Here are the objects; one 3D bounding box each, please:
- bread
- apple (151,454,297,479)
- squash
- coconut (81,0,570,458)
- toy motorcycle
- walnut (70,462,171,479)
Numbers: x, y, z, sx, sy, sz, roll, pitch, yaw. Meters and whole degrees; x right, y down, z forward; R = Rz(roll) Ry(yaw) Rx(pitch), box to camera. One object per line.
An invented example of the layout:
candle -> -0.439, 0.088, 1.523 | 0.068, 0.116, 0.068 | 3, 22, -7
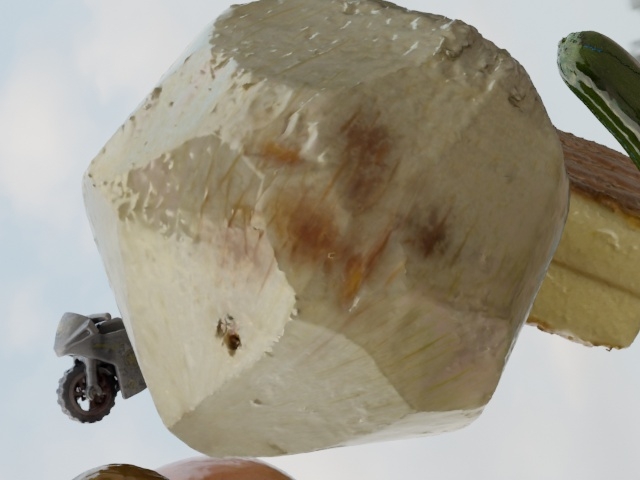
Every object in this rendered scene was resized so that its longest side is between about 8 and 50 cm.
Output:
bread -> 0.303, -0.018, 1.954 | 0.279, 0.207, 0.279 | 22, -161, -11
apple -> -0.115, 0.416, 1.740 | 0.364, 0.363, 0.364 | 42, -141, -48
squash -> 0.393, -0.115, 1.755 | 0.331, 0.087, 0.087 | 50, -151, -8
coconut -> 0.000, 0.000, 1.261 | 0.345, 0.415, 0.415 | 51, -147, -44
toy motorcycle -> -0.207, 0.109, 1.651 | 0.215, 0.080, 0.123 | -29, -78, -32
walnut -> -0.113, 0.188, 0.981 | 0.121, 0.052, 0.091 | 23, -120, -32
